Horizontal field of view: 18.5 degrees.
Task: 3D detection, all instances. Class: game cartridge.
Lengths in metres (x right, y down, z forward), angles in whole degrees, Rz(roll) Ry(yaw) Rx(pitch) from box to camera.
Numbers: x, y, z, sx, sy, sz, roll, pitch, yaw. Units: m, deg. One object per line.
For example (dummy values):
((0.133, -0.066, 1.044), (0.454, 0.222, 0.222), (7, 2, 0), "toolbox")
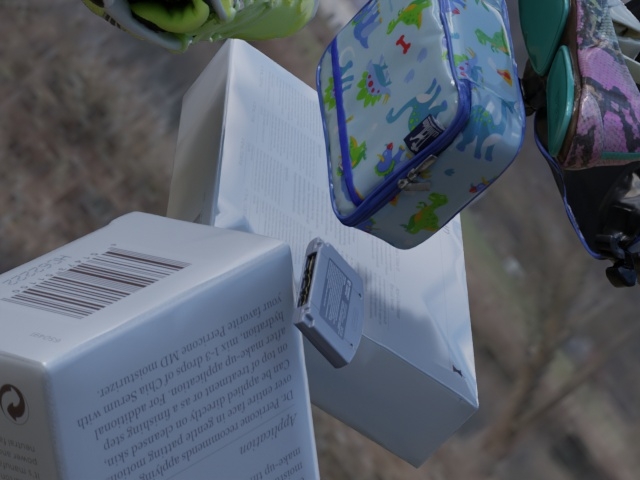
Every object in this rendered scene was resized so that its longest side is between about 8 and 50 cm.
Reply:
((0.007, 0.043, 1.296), (0.056, 0.017, 0.083), (45, 34, -26), "game cartridge")

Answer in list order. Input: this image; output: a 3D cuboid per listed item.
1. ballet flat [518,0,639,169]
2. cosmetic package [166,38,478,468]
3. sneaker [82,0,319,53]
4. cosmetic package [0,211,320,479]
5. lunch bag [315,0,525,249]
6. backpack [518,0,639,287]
((0.179, -0.119, 1.291), (0.079, 0.077, 0.221), (10, 39, -11), "ballet flat")
((0.000, 0.000, 1.794), (0.284, 0.097, 0.377), (31, 27, -17), "cosmetic package")
((-0.117, -0.211, 1.618), (0.385, 0.145, 0.147), (14, 48, -58), "sneaker")
((-0.122, 0.234, 1.343), (0.161, 0.230, 0.453), (10, -65, 40), "cosmetic package")
((0.075, -0.112, 1.604), (0.090, 0.176, 0.219), (25, 42, -30), "lunch bag")
((0.348, -0.102, 1.773), (0.213, 0.263, 0.276), (22, 33, -37), "backpack")
